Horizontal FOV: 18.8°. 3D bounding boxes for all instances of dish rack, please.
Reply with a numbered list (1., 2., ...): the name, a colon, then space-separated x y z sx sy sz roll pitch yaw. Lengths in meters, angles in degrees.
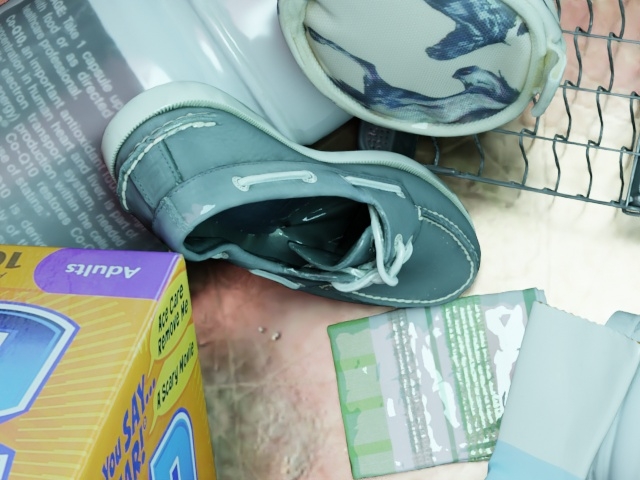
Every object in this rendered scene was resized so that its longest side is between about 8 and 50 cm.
1. dish rack: 0.163 -0.117 1.296 0.272 0.074 0.208 11 85 14

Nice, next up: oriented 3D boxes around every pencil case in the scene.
1. pencil case: 0.083 -0.245 1.204 0.184 0.160 0.410 4 51 6

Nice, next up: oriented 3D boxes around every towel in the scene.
1. towel: 0.087 0.098 1.319 0.152 0.023 0.113 -10 80 6

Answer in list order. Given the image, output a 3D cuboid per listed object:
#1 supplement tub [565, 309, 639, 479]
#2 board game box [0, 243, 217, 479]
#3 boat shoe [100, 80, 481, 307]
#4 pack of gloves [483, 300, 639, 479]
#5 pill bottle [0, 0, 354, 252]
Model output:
1. supplement tub: 0.268 0.128 1.223 0.200 0.144 0.144 16 84 21
2. board game box: -0.267 0.241 1.074 0.356 0.356 0.356 3 124 12
3. boat shoe: 0.000 0.000 1.200 0.116 0.319 0.099 -46 50 19
4. pack of gloves: 0.164 0.175 1.162 0.195 0.046 0.232 23 98 32
5. pill bottle: -0.165 -0.061 1.269 0.361 0.204 0.204 -33 81 1
